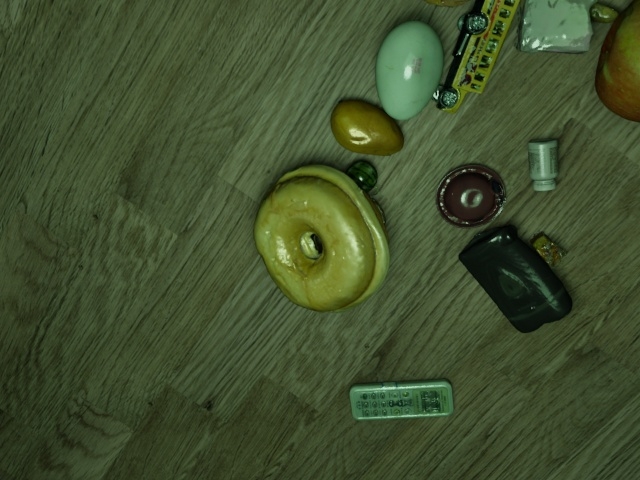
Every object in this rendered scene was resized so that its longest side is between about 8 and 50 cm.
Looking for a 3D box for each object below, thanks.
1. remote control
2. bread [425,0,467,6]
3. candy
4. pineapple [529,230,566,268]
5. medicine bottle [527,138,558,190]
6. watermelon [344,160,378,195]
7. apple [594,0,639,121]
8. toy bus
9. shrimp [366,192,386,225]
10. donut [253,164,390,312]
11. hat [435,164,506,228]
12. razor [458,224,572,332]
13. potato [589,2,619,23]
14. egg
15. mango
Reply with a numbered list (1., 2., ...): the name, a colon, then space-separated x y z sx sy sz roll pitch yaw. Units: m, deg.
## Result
1. remote control: 0.268 0.528 1.937 0.336 0.065 0.127 -5 104 9
2. bread: 0.334 -0.740 1.505 0.275 0.149 0.273 2 101 9
3. candy: 0.611 -0.582 1.520 0.196 0.137 0.184 6 108 12
4. pineapple: 0.672 0.020 1.725 0.069 0.137 0.116 -40 56 13
5. medicine bottle: 0.637 -0.216 1.661 0.079 0.079 0.139 -7 105 9
6. watermelon: 0.124 -0.185 1.722 0.109 0.109 0.108 2 107 6
7. apple: 0.861 -0.446 1.436 0.340 0.339 0.339 2 107 6
8. toy bus: 0.416 -0.508 1.581 0.123 0.121 0.335 17 107 -7
9. shrimp: 0.065 -0.056 1.803 0.262 0.051 0.198 -35 91 20
10. donut: 0.000 0.000 1.695 0.450 0.198 0.448 10 109 29
11. hat: 0.442 -0.123 1.708 0.206 0.089 0.205 2 107 6
12. razor: 0.579 0.114 1.730 0.349 0.113 0.204 50 131 -7
13. potato: 0.746 -0.604 1.548 0.092 0.045 0.046 24 125 8
14. egg: 0.239 -0.459 1.583 0.183 0.183 0.263 10 115 4
15. mango: 0.133 -0.315 1.679 0.228 0.109 0.147 29 84 -2
